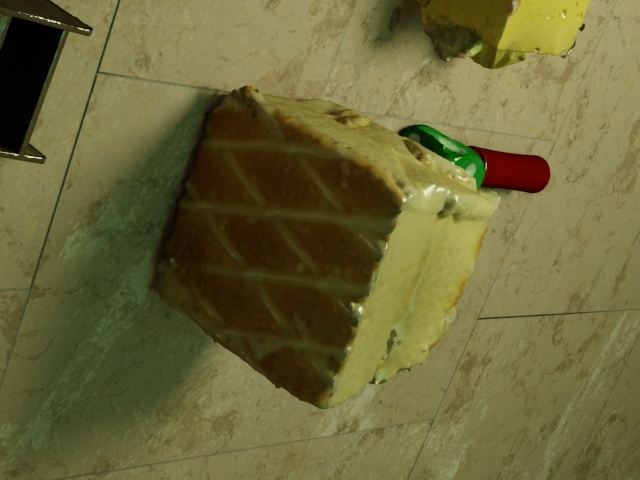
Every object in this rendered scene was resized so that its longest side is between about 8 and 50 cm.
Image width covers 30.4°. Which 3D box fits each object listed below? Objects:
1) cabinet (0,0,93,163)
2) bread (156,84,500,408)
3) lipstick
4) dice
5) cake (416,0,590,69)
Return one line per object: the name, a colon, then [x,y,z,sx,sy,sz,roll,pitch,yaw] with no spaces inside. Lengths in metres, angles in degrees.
cabinet: [-0.402,-0.202,1.328,0.215,0.148,0.175,7,112,-48]
bread: [0.000,0.000,1.737,0.279,0.390,0.371,-2,117,-56]
lipstick: [0.348,-0.134,2.247,0.241,0.080,0.080,2,115,-47]
dice: [0.201,-0.122,2.056,0.131,0.128,0.120,10,111,-52]
cake: [0.292,-0.403,1.869,0.227,0.222,0.286,-2,119,-45]
